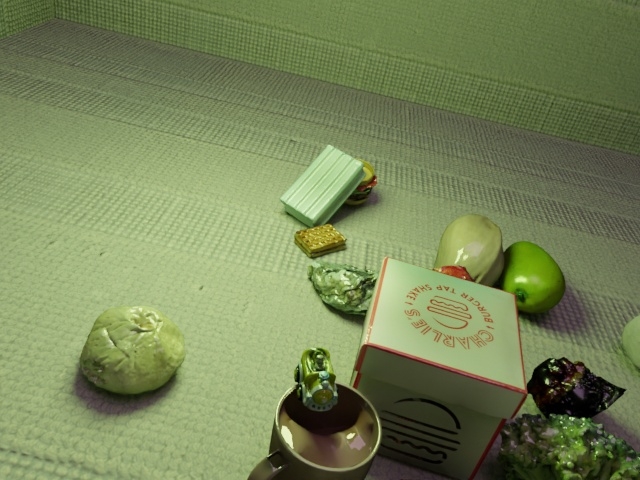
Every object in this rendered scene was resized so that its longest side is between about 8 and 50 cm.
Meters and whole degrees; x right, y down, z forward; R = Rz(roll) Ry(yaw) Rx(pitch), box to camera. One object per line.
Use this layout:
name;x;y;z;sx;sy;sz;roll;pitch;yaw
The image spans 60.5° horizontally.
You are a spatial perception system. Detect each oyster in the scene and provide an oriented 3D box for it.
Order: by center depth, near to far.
oyster;0.096;0.120;1.519;0.267;0.112;0.198;-1;28;-1

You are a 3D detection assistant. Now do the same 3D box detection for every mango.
mango;0.652;0.102;1.705;0.192;0.156;0.343;20;32;6

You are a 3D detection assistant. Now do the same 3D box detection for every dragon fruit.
dragon fruit;0.358;0.143;1.522;0.153;0.153;0.111;21;11;11

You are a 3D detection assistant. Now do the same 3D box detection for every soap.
soap;0.011;-0.177;1.833;0.159;0.088;0.265;33;73;26

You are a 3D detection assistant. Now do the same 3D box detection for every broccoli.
broccoli;0.507;0.485;1.014;0.338;0.277;0.318;9;53;8

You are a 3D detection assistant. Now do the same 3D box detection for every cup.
cup;-0.026;0.403;0.990;0.252;0.201;0.191;-19;45;-40

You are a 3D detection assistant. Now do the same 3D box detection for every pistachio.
pistachio;0.450;0.053;1.679;0.226;0.208;0.332;-18;34;37

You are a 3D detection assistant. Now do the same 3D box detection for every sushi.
sushi;0.588;0.357;1.318;0.172;0.153;0.150;-29;71;-21

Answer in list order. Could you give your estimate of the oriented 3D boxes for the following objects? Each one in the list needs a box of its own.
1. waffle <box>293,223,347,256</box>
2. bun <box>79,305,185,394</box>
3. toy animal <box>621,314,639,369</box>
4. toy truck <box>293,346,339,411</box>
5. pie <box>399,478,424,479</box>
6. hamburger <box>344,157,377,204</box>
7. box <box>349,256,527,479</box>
waffle;0.000;0.000;1.727;0.147;0.042;0.102;-15;44;-35
bun;-0.399;0.223;1.183;0.220;0.134;0.220;12;31;-8
toy animal;0.982;0.280;1.512;0.264;0.272;0.206;8;6;15
toy truck;-0.003;0.245;0.980;0.076;0.077;0.111;3;35;-15
pie;0.187;0.529;0.987;0.178;0.084;0.205;-15;46;-36
hamburger;0.114;-0.205;1.979;0.175;0.137;0.175;6;43;-6
box;0.230;0.270;1.184;0.314;0.300;0.312;16;34;5
